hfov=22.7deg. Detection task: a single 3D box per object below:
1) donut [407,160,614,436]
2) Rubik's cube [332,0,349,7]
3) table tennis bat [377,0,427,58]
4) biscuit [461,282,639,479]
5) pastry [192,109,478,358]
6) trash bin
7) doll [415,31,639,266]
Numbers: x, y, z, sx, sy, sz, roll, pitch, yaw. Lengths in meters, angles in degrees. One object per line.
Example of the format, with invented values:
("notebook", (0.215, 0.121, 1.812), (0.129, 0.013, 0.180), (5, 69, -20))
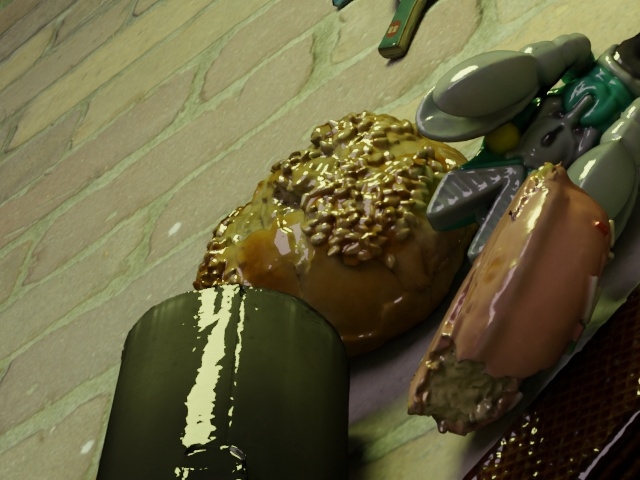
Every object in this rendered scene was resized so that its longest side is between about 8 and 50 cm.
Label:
("donut", (0.148, 0.043, 1.185), (0.199, 0.085, 0.233), (-61, -2, -20))
("Rubik's cube", (0.075, -0.380, 2.086), (0.190, 0.211, 0.178), (27, 97, 41))
("table tennis bat", (0.129, -0.323, 1.934), (0.154, 0.021, 0.274), (-7, 46, 39))
("biscuit", (0.144, 0.190, 1.074), (0.388, 0.073, 0.107), (-47, 23, -3))
("pastry", (0.000, 0.000, 1.494), (0.311, 0.162, 0.255), (-33, 29, 29))
("trash bin", (-0.075, 0.194, 1.243), (0.203, 0.252, 0.301), (2, 37, 1))
("doll", (0.188, -0.098, 1.341), (0.195, 0.153, 0.258), (16, 73, 23))
